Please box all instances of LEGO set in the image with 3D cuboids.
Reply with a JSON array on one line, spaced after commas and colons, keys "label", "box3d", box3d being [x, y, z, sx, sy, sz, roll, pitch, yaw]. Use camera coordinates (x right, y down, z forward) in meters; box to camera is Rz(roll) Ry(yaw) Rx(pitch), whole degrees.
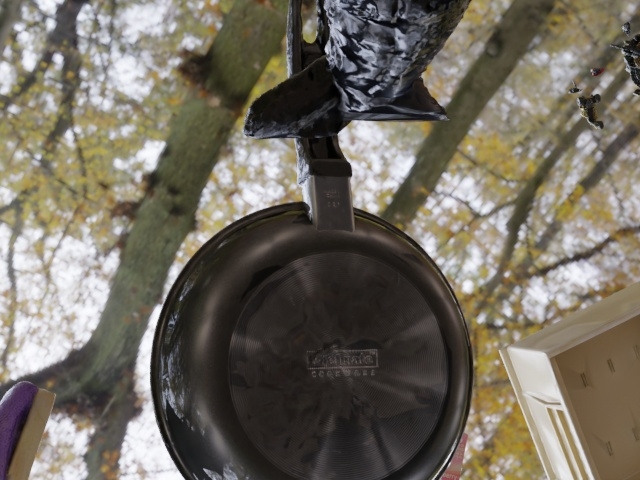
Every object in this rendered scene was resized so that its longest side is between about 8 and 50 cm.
[{"label": "LEGO set", "box3d": [0.180, -0.101, 0.573, 0.023, 0.083, 0.054, -113, 3, -76]}]

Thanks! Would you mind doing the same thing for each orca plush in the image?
[{"label": "orca plush", "box3d": [-0.001, -0.139, 0.309, 0.151, 0.287, 0.102, 26, -136, 9]}]

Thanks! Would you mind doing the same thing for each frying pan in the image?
[{"label": "frying pan", "box3d": [0.025, 0.014, 0.576, 0.197, 0.053, 0.326, 24, -105, -14]}]

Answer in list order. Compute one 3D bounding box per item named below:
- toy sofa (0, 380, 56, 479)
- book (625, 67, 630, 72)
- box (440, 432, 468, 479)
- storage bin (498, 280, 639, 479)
[{"label": "toy sofa", "box3d": [-0.273, 0.211, 0.553, 0.150, 0.177, 0.362, 22, -159, -14]}, {"label": "book", "box3d": [0.276, -0.175, 0.725, 0.035, 0.096, 0.144, 37, -144, 14]}, {"label": "box", "box3d": [0.062, 0.333, 1.552, 0.299, 0.154, 0.142, 20, -103, -27]}, {"label": "storage bin", "box3d": [0.382, 0.190, 1.147, 0.262, 0.123, 0.260, -24, -84, -17]}]
